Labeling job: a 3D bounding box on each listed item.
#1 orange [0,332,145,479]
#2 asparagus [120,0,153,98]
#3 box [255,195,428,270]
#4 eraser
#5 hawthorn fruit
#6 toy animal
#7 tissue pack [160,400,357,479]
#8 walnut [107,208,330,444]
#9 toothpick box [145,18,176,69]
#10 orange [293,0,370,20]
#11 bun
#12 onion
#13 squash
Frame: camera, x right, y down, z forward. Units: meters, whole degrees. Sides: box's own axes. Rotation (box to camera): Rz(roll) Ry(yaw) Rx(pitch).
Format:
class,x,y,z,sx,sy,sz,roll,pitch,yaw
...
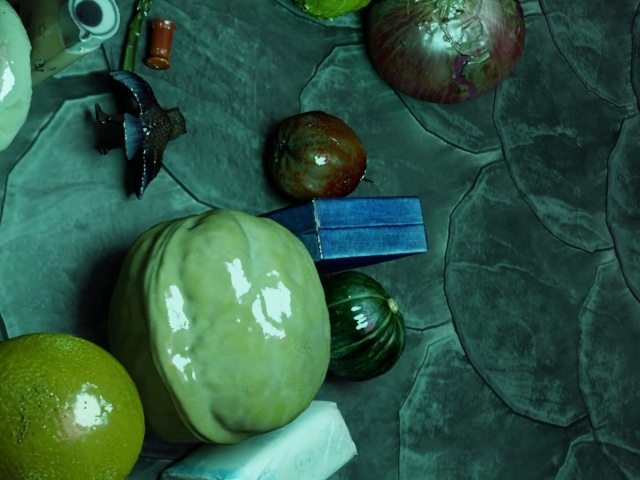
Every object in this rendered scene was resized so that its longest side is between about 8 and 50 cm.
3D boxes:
class,x,y,z,sx,sy,sz,roll,pitch,yaw
orange,-0.383,0.259,1.421,0.274,0.274,0.274,11,73,-39
asparagus,-0.321,-0.351,1.775,0.034,0.027,0.236,27,63,-40
box,0.000,0.000,1.809,0.261,0.279,0.116,-6,85,-42
eraser,-0.404,-0.325,1.517,0.087,0.290,0.171,6,76,-41
hawthorn fruit,0.011,-0.141,1.929,0.235,0.181,0.181,25,65,-35
toy animal,-0.283,-0.184,1.706,0.179,0.116,0.218,-19,104,-41
tissue pack,-0.102,0.372,1.686,0.271,0.201,0.124,-28,106,-42
walnut,-0.162,0.135,1.588,0.381,0.381,0.381,11,73,-39
toothpick box,-0.282,-0.344,1.796,0.047,0.047,0.083,17,70,-38
orange,0.019,-0.597,2.007,0.300,0.223,0.301,-34,103,-46
bun,-0.529,-0.231,1.449,0.168,0.273,0.273,-16,91,-82
onion,0.266,-0.460,2.122,0.354,0.354,0.353,11,73,-39
squash,0.066,0.160,1.895,0.218,0.172,0.218,45,9,-9
